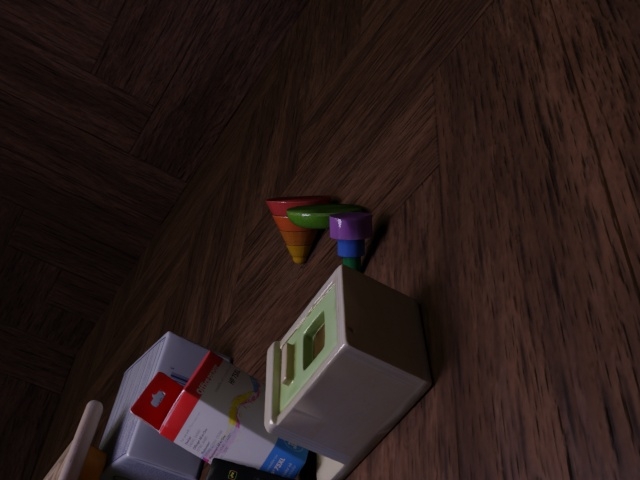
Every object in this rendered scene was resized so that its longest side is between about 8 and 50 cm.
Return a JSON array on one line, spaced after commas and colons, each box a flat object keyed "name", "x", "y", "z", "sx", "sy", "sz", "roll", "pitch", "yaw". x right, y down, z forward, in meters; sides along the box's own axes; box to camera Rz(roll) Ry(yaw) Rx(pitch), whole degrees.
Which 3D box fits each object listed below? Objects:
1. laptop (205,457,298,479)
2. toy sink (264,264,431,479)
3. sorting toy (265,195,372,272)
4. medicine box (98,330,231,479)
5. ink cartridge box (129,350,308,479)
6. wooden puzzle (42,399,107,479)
[{"name": "laptop", "x": -0.055, "y": 0.376, "z": 0.929, "sx": 0.137, "sy": 0.264, "sz": 0.234, "roll": 73, "pitch": -148, "yaw": -60}, {"name": "toy sink", "x": 0.012, "y": 0.174, "z": 1.029, "sx": 0.234, "sy": 0.131, "sz": 0.153, "roll": -53, "pitch": 20, "yaw": 30}, {"name": "sorting toy", "x": 0.000, "y": 0.000, "z": 1.401, "sx": 0.365, "sy": 0.127, "sz": 0.126, "roll": -154, "pitch": 61, "yaw": -69}, {"name": "medicine box", "x": -0.331, "y": 0.369, "z": 1.670, "sx": 0.289, "sy": 0.149, "sz": 0.264, "roll": -41, "pitch": 29, "yaw": 50}, {"name": "ink cartridge box", "x": -0.127, "y": 0.238, "z": 1.121, "sx": 0.078, "sy": 0.231, "sz": 0.134, "roll": -58, "pitch": 2, "yaw": 16}, {"name": "wooden puzzle", "x": -0.498, "y": 0.521, "z": 1.545, "sx": 0.348, "sy": 0.080, "sz": 0.322, "roll": -55, "pitch": 16, "yaw": 30}]
